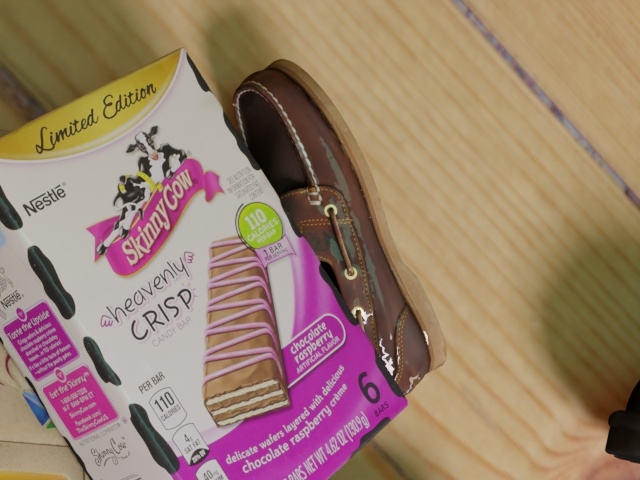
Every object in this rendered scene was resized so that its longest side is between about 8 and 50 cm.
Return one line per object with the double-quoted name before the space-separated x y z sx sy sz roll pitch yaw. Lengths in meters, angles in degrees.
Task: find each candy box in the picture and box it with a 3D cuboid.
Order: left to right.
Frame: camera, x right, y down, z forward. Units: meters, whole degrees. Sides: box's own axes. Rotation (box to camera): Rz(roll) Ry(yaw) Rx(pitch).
"candy box" -0.076 0.035 0.766 0.159 0.071 0.233 -36 94 -44

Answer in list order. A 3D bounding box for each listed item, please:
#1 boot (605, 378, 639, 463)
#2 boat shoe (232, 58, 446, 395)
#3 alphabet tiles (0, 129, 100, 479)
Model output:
"boot" 0.328 0.031 0.948 0.348 0.131 0.260 5 87 -33
"boat shoe" 0.000 0.000 0.846 0.073 0.073 0.207 -29 94 -26
"alphabet tiles" -0.169 0.070 0.727 0.342 0.011 0.285 12 61 -37
